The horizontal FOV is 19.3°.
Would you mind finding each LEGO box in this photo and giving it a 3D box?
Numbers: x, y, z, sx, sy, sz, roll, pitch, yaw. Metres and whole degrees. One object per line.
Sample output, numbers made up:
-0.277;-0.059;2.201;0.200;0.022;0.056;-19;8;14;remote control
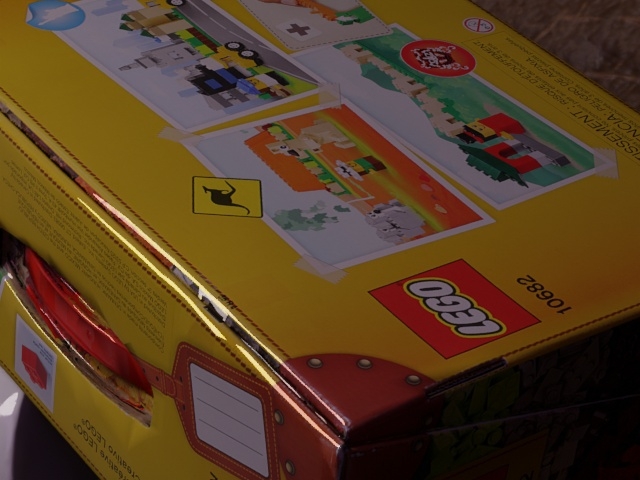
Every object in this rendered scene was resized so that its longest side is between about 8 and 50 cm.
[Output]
0.000;0.000;1.187;0.372;0.193;0.500;-18;42;-33;LEGO box

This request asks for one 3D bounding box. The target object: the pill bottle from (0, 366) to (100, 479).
-0.340;0.155;1.340;0.407;0.229;0.229;-3;58;25;pill bottle
